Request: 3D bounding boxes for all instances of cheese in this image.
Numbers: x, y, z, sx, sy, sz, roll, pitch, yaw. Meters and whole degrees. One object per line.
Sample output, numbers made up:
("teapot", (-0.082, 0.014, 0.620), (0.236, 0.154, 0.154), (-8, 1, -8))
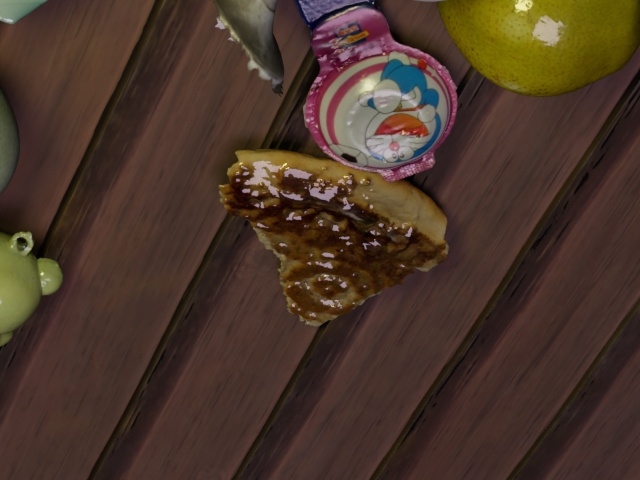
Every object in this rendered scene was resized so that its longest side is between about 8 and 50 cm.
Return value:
("cheese", (0.049, -0.155, 1.913), (0.155, 0.062, 0.244), (-19, 125, 9))

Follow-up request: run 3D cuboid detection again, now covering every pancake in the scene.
("pancake", (0.000, 0.000, 2.068), (0.266, 0.057, 0.244), (11, 138, -14))

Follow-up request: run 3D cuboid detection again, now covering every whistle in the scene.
("whistle", (-0.384, 0.085, 2.022), (0.131, 0.106, 0.288), (27, 121, -33))

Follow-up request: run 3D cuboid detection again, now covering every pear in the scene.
("pear", (0.208, -0.229, 1.792), (0.198, 0.198, 0.198), (-5, 133, -6))

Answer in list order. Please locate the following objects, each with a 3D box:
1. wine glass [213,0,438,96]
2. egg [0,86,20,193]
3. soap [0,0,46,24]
("wine glass", (0.043, -0.292, 1.676), (0.323, 0.238, 0.238), (-28, 131, 12))
("egg", (-0.385, -0.112, 1.799), (0.236, 0.169, 0.169), (35, 118, -31))
("soap", (-0.254, -0.308, 1.699), (0.145, 0.091, 0.230), (17, 128, -24))
